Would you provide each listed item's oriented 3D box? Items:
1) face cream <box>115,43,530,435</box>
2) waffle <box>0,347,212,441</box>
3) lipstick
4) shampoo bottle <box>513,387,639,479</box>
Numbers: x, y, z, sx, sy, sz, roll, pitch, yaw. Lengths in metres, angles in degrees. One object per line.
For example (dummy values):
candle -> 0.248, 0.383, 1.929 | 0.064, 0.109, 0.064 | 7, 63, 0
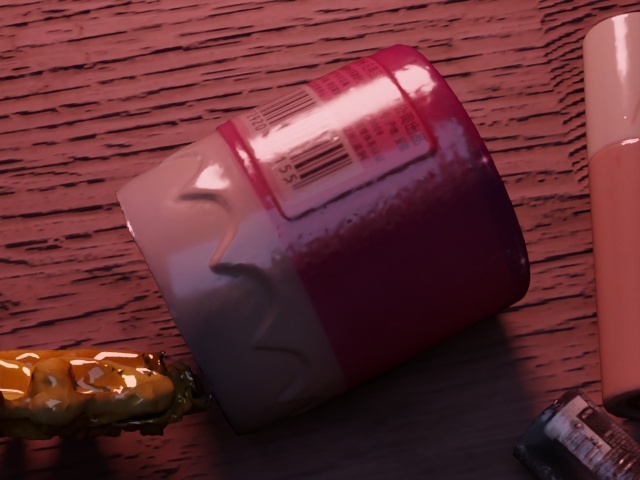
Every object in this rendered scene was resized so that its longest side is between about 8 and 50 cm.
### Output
face cream -> 0.000, 0.000, 0.713 | 0.195, 0.175, 0.175 | -26, 64, -5
waffle -> -0.177, 0.084, 0.644 | 0.291, 0.291, 0.051 | -4, 83, 5
lipstick -> 0.205, -0.019, 0.753 | 0.070, 0.070, 0.254 | -1, 65, 7
shampoo bottle -> 0.201, 0.171, 0.668 | 0.057, 0.063, 0.207 | -46, 68, -2
